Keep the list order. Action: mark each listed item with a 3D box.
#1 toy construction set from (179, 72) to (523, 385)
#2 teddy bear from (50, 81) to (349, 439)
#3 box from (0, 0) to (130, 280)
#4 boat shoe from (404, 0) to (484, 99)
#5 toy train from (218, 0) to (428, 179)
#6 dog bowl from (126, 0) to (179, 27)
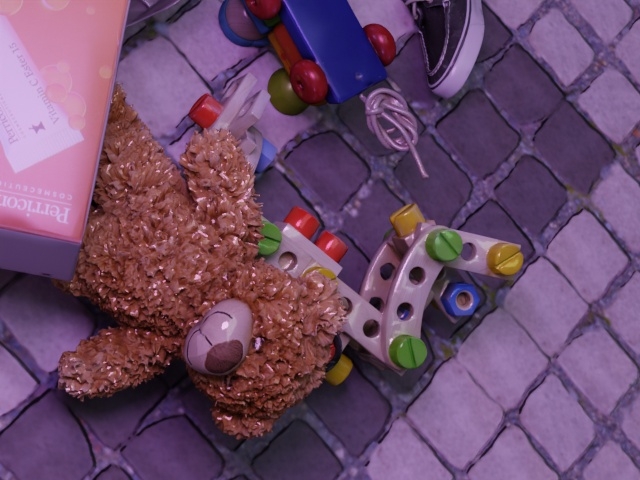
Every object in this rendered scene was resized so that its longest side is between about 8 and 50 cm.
[{"bbox_3d":[0.000,0.000,1.772,0.328,0.151,0.215,37,81,-4],"label":"toy construction set"},{"bbox_3d":[-0.139,0.014,1.636,0.245,0.113,0.338,-30,74,1],"label":"teddy bear"},{"bbox_3d":[-0.263,-0.164,1.552,0.215,0.168,0.345,11,77,-8],"label":"box"},{"bbox_3d":[0.118,-0.240,1.986,0.070,0.078,0.219,21,54,-23],"label":"boat shoe"},{"bbox_3d":[0.000,-0.147,1.843,0.105,0.143,0.248,-30,93,-29],"label":"toy train"},{"bbox_3d":[-0.250,-0.330,1.750,0.349,0.102,0.349,4,79,-21],"label":"dog bowl"}]
